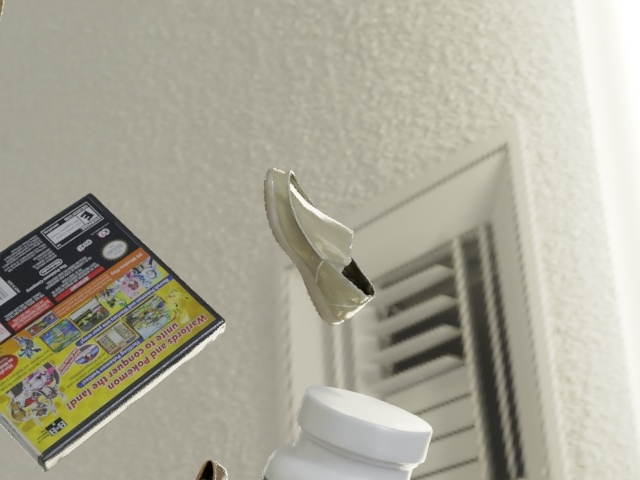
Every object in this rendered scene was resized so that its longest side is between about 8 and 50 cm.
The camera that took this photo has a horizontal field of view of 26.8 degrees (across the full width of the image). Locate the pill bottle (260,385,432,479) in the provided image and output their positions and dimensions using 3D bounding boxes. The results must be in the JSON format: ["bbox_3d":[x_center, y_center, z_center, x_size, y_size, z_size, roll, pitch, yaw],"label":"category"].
[{"bbox_3d":[0.006,0.384,1.720,0.210,0.210,0.363,24,-82,54],"label":"pill bottle"}]

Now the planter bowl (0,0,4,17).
[{"bbox_3d":[-0.477,-0.276,1.689,0.162,0.109,0.162,-161,-90,-85],"label":"planter bowl"}]

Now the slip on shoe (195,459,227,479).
[{"bbox_3d":[-0.179,0.391,2.007,0.051,0.041,0.135,10,-124,26],"label":"slip on shoe"}]

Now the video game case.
[{"bbox_3d":[-0.295,0.098,1.572,0.248,0.275,0.035,42,-31,19],"label":"video game case"}]

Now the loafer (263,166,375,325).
[{"bbox_3d":[0.000,0.000,1.935,0.092,0.268,0.102,-20,-149,14],"label":"loafer"}]
